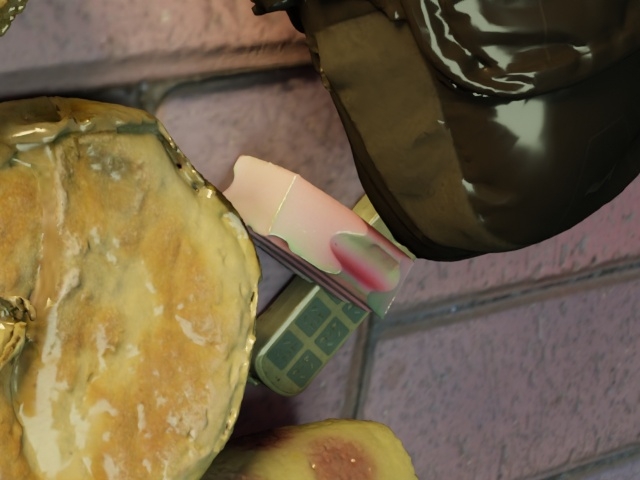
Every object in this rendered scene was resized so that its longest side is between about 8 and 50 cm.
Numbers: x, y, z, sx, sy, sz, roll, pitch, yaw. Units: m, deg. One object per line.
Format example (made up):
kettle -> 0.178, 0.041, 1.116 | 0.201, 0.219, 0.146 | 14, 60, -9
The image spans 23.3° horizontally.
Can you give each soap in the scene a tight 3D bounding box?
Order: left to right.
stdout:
soap -> 0.000, 0.000, 1.185 | 0.149, 0.100, 0.056 | 37, 81, -44

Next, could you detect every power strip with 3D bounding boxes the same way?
power strip -> 0.020, 0.036, 1.282 | 0.227, 0.029, 0.080 | -50, 137, -5

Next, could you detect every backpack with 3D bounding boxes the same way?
backpack -> 0.111, -0.192, 1.063 | 0.363, 0.255, 0.446 | -27, 117, -27

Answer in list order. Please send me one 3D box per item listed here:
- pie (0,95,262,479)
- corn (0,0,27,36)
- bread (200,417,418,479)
pie -> -0.166, 0.066, 1.027 | 0.337, 0.075, 0.338 | 0, 90, -45
corn -> -0.226, -0.136, 0.912 | 0.211, 0.087, 0.087 | -53, 137, -7
bread -> -0.096, 0.240, 1.202 | 0.338, 0.187, 0.155 | -15, 92, -35
